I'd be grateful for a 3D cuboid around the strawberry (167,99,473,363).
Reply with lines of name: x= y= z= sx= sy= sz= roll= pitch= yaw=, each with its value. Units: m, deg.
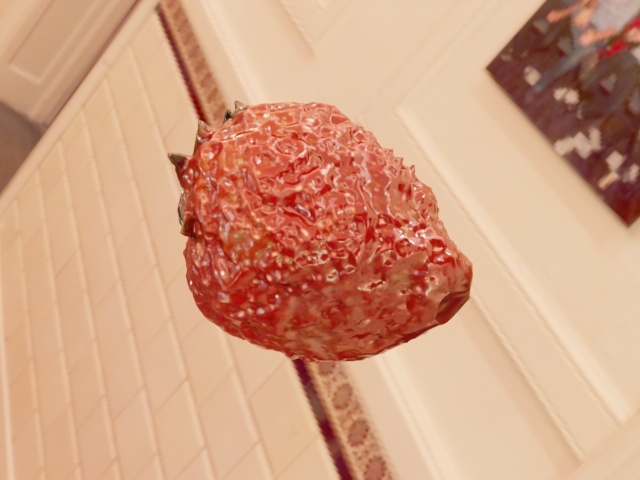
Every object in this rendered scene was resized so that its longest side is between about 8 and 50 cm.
strawberry: x=-0.006 y=0.002 z=0.513 sx=0.148 sy=0.131 sz=0.131 roll=41 pitch=15 yaw=33
